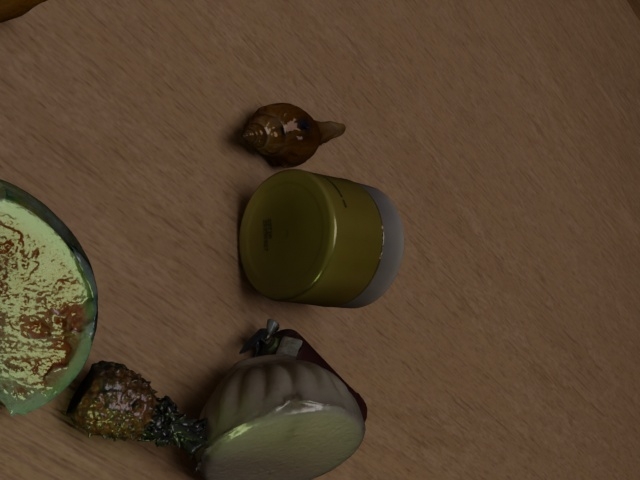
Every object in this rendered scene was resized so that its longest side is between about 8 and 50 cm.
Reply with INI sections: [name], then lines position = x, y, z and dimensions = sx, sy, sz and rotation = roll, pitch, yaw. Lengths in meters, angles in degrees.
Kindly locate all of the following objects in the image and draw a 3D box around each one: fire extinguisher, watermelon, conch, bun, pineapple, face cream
[fire extinguisher]
position = -0.032, 0.229, 1.710
dimensions = 0.269, 0.104, 0.105
rotation = 49, 48, -32
[watermelon]
position = -0.376, 0.063, 1.266
dimensions = 0.180, 0.224, 0.305
rotation = -35, 124, -29
[conch]
position = -0.034, -0.190, 1.812
dimensions = 0.330, 0.093, 0.109
rotation = -12, 83, -51
[bun]
position = -0.076, 0.255, 1.567
dimensions = 0.263, 0.263, 0.175
rotation = 25, 36, -44
[pineapple]
position = -0.245, 0.244, 1.419
dimensions = 0.197, 0.108, 0.108
rotation = 30, 57, -19
[face cream]
position = 0.000, 0.000, 1.707
dimensions = 0.179, 0.218, 0.218
rotation = 9, 74, -47

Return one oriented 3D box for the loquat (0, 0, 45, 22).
[loquat]
position = -0.444, -0.376, 1.305
dimensions = 0.234, 0.176, 0.187
rotation = 31, 100, -30
